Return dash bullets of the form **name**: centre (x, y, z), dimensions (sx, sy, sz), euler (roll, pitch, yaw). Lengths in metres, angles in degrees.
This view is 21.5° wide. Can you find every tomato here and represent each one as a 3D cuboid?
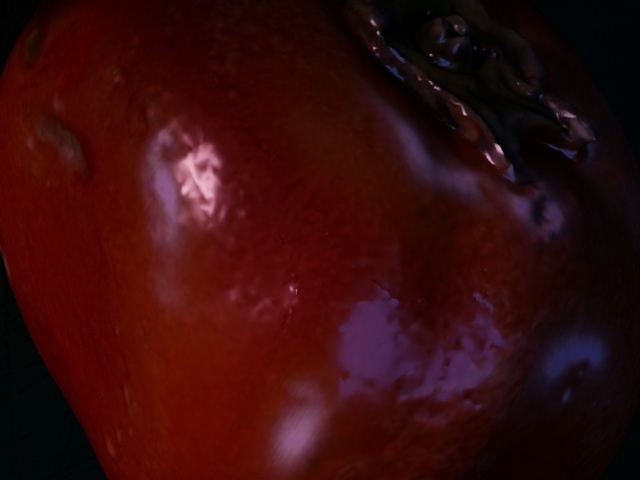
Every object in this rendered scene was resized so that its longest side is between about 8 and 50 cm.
- **tomato**: centre (0.000, 0.000, 0.797), dimensions (0.293, 0.325, 0.290), euler (-12, 146, -41)
